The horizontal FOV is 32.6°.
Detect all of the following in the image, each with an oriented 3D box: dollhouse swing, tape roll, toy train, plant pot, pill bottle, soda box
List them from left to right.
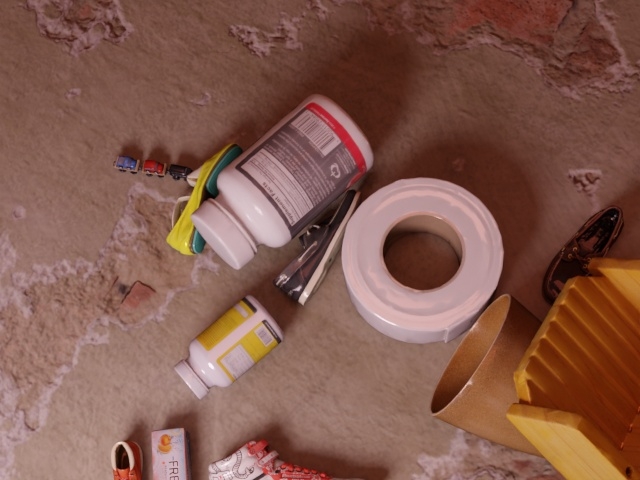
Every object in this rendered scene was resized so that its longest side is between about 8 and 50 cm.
[{"bbox_3d":[-0.315,-0.136,2.060,0.158,0.036,0.027,9,72,7],"label":"toy train"},{"bbox_3d":[-0.248,0.413,1.851,0.058,0.063,0.183,-6,71,1],"label":"soda box"},{"bbox_3d":[-0.161,0.188,1.903,0.184,0.103,0.103,-39,73,-10],"label":"pill bottle"},{"bbox_3d":[-0.072,-0.100,1.954,0.318,0.176,0.176,-42,73,-12],"label":"pill bottle"},{"bbox_3d":[0.180,0.036,1.937,0.286,0.100,0.286,-1,70,3],"label":"tape roll"},{"bbox_3d":[0.349,0.252,1.800,0.254,0.237,0.237,32,75,-1],"label":"plant pot"},{"bbox_3d":[0.530,0.203,1.630,0.315,0.305,0.347,45,59,-12],"label":"dollhouse swing"}]

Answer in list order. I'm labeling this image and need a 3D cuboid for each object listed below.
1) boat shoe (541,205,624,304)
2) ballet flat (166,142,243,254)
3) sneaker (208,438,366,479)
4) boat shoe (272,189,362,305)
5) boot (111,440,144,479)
[{"bbox_3d":[0.463,0.022,1.938,0.073,0.073,0.207,34,78,13],"label":"boat shoe"},{"bbox_3d":[-0.221,-0.084,2.021,0.077,0.077,0.231,14,74,25],"label":"ballet flat"},{"bbox_3d":[-0.055,0.396,1.831,0.270,0.090,0.145,-15,73,1],"label":"sneaker"},{"bbox_3d":[0.000,0.000,1.968,0.079,0.084,0.233,30,78,12],"label":"boat shoe"},{"bbox_3d":[-0.327,0.414,1.846,0.059,0.085,0.158,-9,72,-1],"label":"boot"}]
